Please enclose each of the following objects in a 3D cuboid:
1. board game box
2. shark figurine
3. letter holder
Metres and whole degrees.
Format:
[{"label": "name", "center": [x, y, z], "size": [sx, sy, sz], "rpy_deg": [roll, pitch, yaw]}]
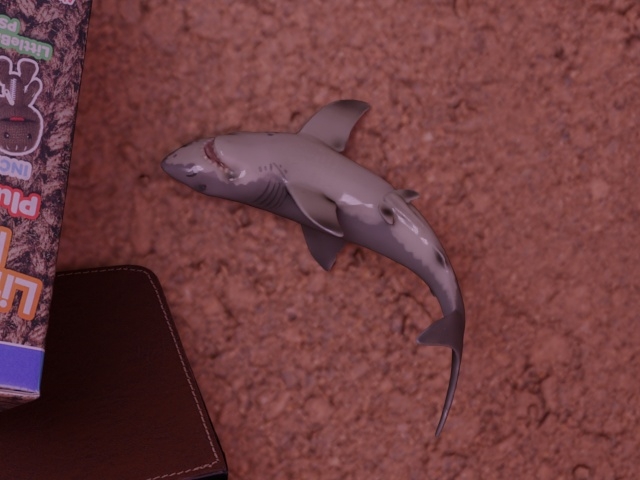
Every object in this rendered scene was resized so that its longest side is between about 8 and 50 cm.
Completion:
[{"label": "board game box", "center": [-0.250, -0.044, 0.972], "size": [0.141, 0.232, 0.291], "rpy_deg": [12, 74, -24]}, {"label": "shark figurine", "center": [0.028, 0.006, 1.208], "size": [0.166, 0.278, 0.116], "rpy_deg": [-37, 159, -40]}, {"label": "letter holder", "center": [-0.240, 0.156, 1.140], "size": [0.301, 0.214, 0.152], "rpy_deg": [-12, 139, -16]}]
